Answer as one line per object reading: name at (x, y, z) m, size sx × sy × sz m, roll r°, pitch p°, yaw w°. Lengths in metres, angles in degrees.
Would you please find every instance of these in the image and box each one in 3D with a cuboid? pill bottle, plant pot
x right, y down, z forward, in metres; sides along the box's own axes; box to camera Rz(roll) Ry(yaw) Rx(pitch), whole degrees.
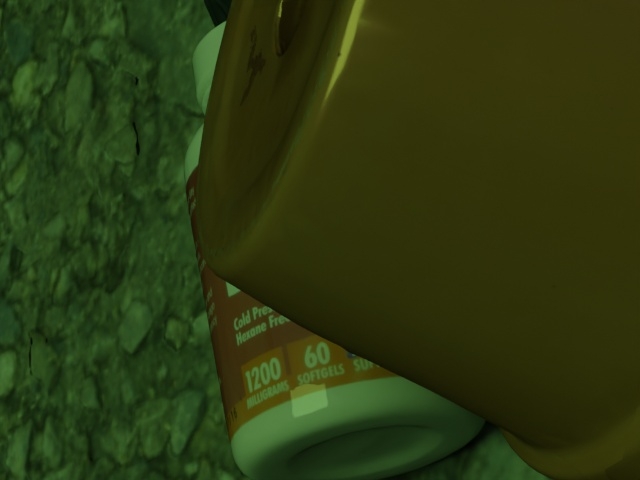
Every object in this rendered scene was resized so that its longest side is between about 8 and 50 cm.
pill bottle at (0.000, 0.000, 0.898) m, size 0.121 × 0.121 × 0.216 m, roll -30°, pitch 61°, yaw 37°
plant pot at (0.080, -0.058, 0.692) m, size 0.291 × 0.203 × 0.291 m, roll -165°, pitch 90°, yaw -74°

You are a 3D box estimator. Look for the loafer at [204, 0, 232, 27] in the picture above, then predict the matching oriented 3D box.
loafer at (-0.040, -0.162, 1.027) m, size 0.061 × 0.062 × 0.170 m, roll -31°, pitch 61°, yaw 11°
